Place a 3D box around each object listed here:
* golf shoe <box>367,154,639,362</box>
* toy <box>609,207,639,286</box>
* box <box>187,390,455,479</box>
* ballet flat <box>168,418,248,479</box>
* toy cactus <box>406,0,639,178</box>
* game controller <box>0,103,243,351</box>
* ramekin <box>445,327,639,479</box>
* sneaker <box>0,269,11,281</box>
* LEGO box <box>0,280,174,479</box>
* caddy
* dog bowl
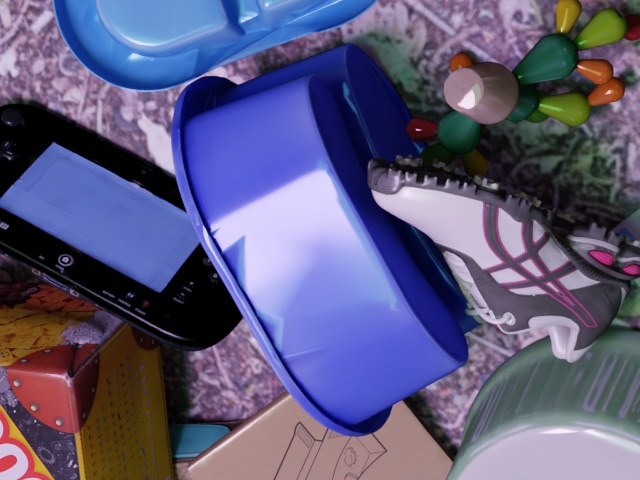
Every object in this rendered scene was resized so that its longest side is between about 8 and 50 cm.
[{"bbox_3d":[0.146,0.014,1.511,0.272,0.105,0.120,22,94,-27],"label":"golf shoe"},{"bbox_3d":[0.355,-0.007,1.530,0.237,0.056,0.137,-40,91,31],"label":"toy"},{"bbox_3d":[0.004,0.212,1.728,0.201,0.021,0.164,-37,107,8],"label":"box"},{"bbox_3d":[-0.071,0.211,1.806,0.206,0.073,0.067,-1,138,26],"label":"ballet flat"},{"bbox_3d":[0.150,-0.128,1.504,0.219,0.180,0.112,-26,79,25],"label":"toy cactus"},{"bbox_3d":[-0.200,-0.014,1.699,0.319,0.166,0.067,27,129,10],"label":"game controller"},{"bbox_3d":[0.249,0.243,1.623,0.303,0.148,0.303,9,115,20],"label":"ramekin"},{"bbox_3d":[-0.326,0.090,1.874,0.042,0.067,0.118,9,85,22],"label":"sneaker"},{"bbox_3d":[-0.341,0.293,1.789,0.372,0.193,0.500,4,114,18],"label":"LEGO box"},{"bbox_3d":[0.000,0.000,1.579,0.179,0.241,0.341,-25,99,25],"label":"caddy"},{"bbox_3d":[-0.075,-0.227,1.548,0.297,0.074,0.166,-20,88,3],"label":"dog bowl"}]
